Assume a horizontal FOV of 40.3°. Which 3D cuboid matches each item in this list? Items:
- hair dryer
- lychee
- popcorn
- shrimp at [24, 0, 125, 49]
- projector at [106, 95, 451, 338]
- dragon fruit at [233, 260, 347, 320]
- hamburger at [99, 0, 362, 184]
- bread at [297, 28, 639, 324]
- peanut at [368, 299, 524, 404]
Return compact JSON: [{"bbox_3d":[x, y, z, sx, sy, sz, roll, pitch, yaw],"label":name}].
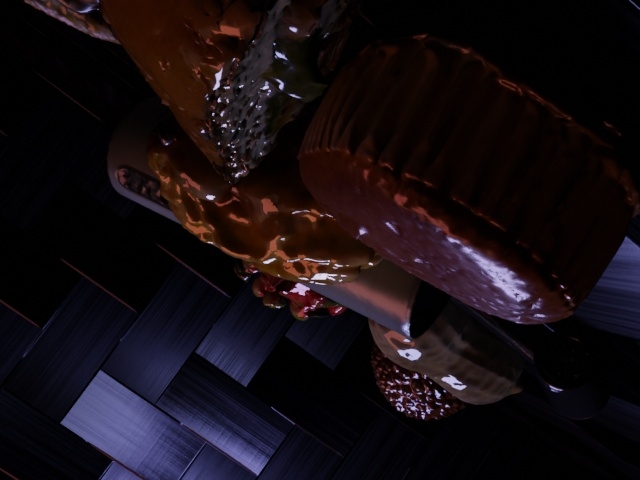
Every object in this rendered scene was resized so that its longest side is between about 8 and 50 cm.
[{"bbox_3d":[0.201,0.091,0.958,0.255,0.070,0.128,38,175,29],"label":"hair dryer"},{"bbox_3d":[0.159,0.183,1.371,0.188,0.188,0.188,36,174,4],"label":"lychee"},{"bbox_3d":[-0.030,-0.047,0.663,0.194,0.140,0.163,16,-148,4],"label":"popcorn"},{"bbox_3d":[-0.241,-0.242,0.768,0.272,0.085,0.445,32,178,-11],"label":"shrimp"},{"bbox_3d":[-0.037,-0.029,0.792,0.337,0.108,0.108,25,170,24],"label":"projector"},{"bbox_3d":[-0.011,0.014,1.028,0.166,0.160,0.172,-1,173,36],"label":"dragon fruit"},{"bbox_3d":[-0.050,-0.113,0.445,0.131,0.124,0.262,37,173,-2],"label":"hamburger"},{"bbox_3d":[0.075,-0.028,0.495,0.199,0.104,0.199,33,174,4],"label":"bread"},{"bbox_3d":[0.168,0.131,1.129,0.298,0.120,0.136,36,-172,-36],"label":"peanut"}]
